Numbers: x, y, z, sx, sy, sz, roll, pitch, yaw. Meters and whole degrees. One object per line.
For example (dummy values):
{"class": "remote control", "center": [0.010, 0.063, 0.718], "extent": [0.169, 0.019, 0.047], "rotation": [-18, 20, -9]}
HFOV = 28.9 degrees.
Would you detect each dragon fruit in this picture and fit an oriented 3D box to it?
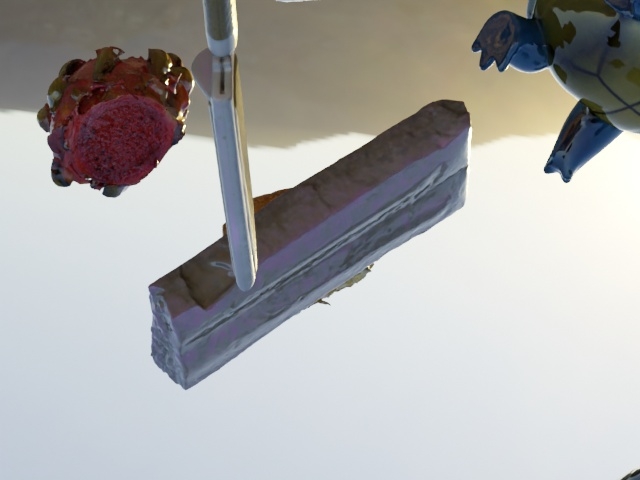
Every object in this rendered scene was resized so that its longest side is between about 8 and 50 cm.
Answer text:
{"class": "dragon fruit", "center": [-0.196, -0.134, 1.264], "extent": [0.150, 0.133, 0.207], "rotation": [24, -137, 14]}

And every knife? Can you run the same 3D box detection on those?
{"class": "knife", "center": [-0.043, -0.067, 0.524], "extent": [0.022, 0.256, 0.046], "rotation": [-4, -132, -2]}

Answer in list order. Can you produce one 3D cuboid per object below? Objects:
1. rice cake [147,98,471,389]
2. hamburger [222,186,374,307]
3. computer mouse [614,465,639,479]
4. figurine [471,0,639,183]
{"class": "rice cake", "center": [-0.001, 0.000, 0.950], "extent": [0.298, 0.106, 0.050], "rotation": [-33, -122, -17]}
{"class": "hamburger", "center": [-0.033, 0.009, 1.611], "extent": [0.157, 0.144, 0.283], "rotation": [37, -140, 29]}
{"class": "computer mouse", "center": [0.318, 0.288, 1.159], "extent": [0.188, 0.370, 0.122], "rotation": [-6, -140, -27]}
{"class": "figurine", "center": [0.310, -0.197, 1.265], "extent": [0.298, 0.416, 0.243], "rotation": [-25, -166, 42]}
